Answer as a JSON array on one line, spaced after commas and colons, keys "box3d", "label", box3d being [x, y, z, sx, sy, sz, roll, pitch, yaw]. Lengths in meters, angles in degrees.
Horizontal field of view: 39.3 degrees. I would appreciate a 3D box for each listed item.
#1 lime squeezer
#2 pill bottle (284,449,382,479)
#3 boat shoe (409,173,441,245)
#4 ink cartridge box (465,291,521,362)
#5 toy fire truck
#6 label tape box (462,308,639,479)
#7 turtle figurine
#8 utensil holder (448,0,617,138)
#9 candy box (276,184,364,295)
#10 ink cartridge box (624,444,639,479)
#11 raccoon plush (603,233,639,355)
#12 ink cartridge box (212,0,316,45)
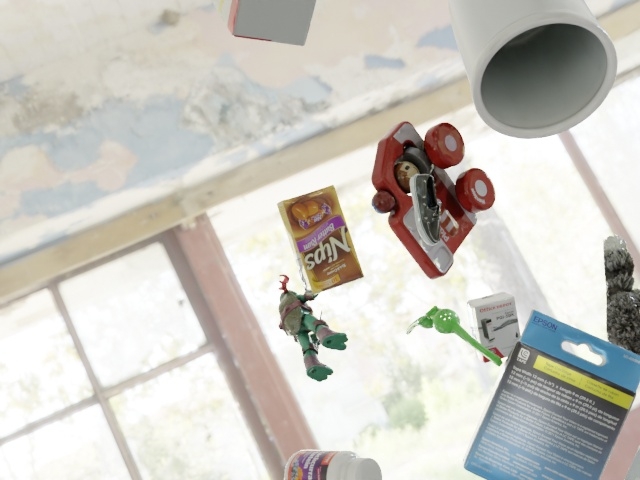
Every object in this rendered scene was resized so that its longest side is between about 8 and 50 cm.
[{"box3d": [0.256, 0.180, 1.882, 0.059, 0.110, 0.310, -55, 29, -14], "label": "lime squeezer"}, {"box3d": [0.028, 0.478, 1.812, 0.194, 0.108, 0.108, -13, 1, 44], "label": "pill bottle"}, {"box3d": [0.205, -0.058, 1.701, 0.040, 0.142, 0.049, -5, 15, 46], "label": "boat shoe"}, {"box3d": [0.390, 0.194, 2.010, 0.099, 0.135, 0.056, -14, 11, -9], "label": "ink cartridge box"}, {"box3d": [0.223, -0.098, 1.950, 0.169, 0.302, 0.254, -21, 23, 47], "label": "toy fire truck"}, {"box3d": [0.468, 0.347, 1.806, 0.115, 0.249, 0.347, 44, -110, -79], "label": "label tape box"}, {"box3d": [-0.025, 0.154, 1.750, 0.118, 0.234, 0.175, -5, -54, -18], "label": "turtle figurine"}, {"box3d": [0.484, -0.487, 2.137, 0.328, 0.385, 0.327, -4, -45, -4], "label": "utensil holder"}, {"box3d": [0.000, 0.000, 1.692, 0.109, 0.186, 0.053, -19, 1, -17], "label": "candy box"}, {"box3d": [0.788, 0.411, 1.812, 0.308, 0.385, 0.091, 30, -8, -30], "label": "ink cartridge box"}, {"box3d": [0.882, 0.189, 2.275, 0.299, 0.446, 0.216, -5, -7, 21], "label": "raccoon plush"}, {"box3d": [-0.093, -0.417, 1.476, 0.128, 0.176, 0.127, 2, -57, -23], "label": "ink cartridge box"}]
